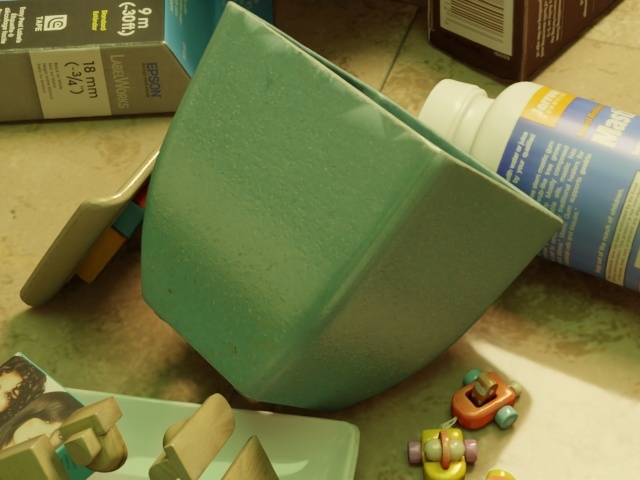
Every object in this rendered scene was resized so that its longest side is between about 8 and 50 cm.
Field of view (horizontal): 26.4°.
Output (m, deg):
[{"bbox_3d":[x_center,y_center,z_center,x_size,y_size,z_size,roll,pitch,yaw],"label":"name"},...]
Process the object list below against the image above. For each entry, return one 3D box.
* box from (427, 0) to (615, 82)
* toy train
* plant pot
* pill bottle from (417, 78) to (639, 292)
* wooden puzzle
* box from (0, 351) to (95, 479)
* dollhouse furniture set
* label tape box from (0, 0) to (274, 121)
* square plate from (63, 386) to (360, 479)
[{"bbox_3d":[0.280,-0.363,1.511,0.143,0.191,0.381,30,53,32],"label":"box"},{"bbox_3d":[0.143,0.171,1.114,0.125,0.046,0.166,-22,50,-18],"label":"toy train"},{"bbox_3d":[0.000,0.000,1.127,0.247,0.248,0.252,38,100,31],"label":"plant pot"},{"bbox_3d":[0.223,-0.058,1.255,0.272,0.152,0.152,21,51,19],"label":"pill bottle"},{"bbox_3d":[-0.155,-0.048,1.230,0.044,0.221,0.239,44,53,-3],"label":"wooden puzzle"},{"bbox_3d":[-0.282,0.197,1.021,0.100,0.060,0.244,32,55,27],"label":"box"},{"bbox_3d":[-0.134,0.179,1.009,0.151,0.144,0.123,-24,9,19],"label":"dollhouse furniture set"},{"bbox_3d":[-0.217,-0.248,1.476,0.333,0.106,0.241,-4,47,-2],"label":"label tape box"},{"bbox_3d":[-0.163,0.266,1.029,0.347,0.049,0.344,6,48,7],"label":"square plate"}]
